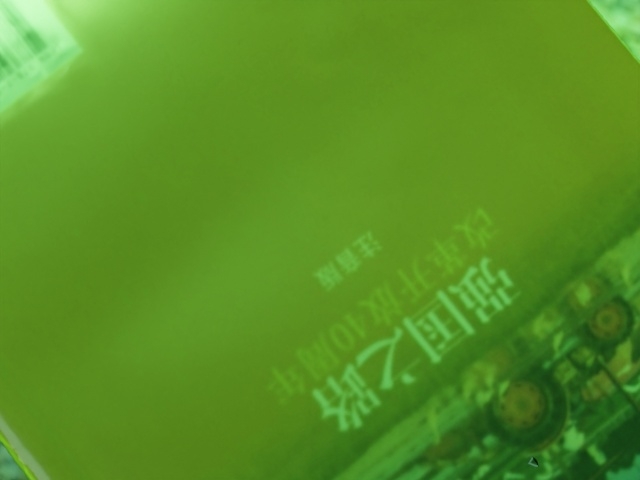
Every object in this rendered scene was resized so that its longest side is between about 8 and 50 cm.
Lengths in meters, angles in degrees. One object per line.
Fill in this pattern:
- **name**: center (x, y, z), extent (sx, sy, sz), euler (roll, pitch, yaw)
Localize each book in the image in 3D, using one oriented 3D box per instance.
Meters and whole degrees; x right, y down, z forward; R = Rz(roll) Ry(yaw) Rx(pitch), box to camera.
- **book**: center (0.000, 0.000, 0.650), extent (0.262, 0.028, 0.374), euler (-37, 85, -8)
